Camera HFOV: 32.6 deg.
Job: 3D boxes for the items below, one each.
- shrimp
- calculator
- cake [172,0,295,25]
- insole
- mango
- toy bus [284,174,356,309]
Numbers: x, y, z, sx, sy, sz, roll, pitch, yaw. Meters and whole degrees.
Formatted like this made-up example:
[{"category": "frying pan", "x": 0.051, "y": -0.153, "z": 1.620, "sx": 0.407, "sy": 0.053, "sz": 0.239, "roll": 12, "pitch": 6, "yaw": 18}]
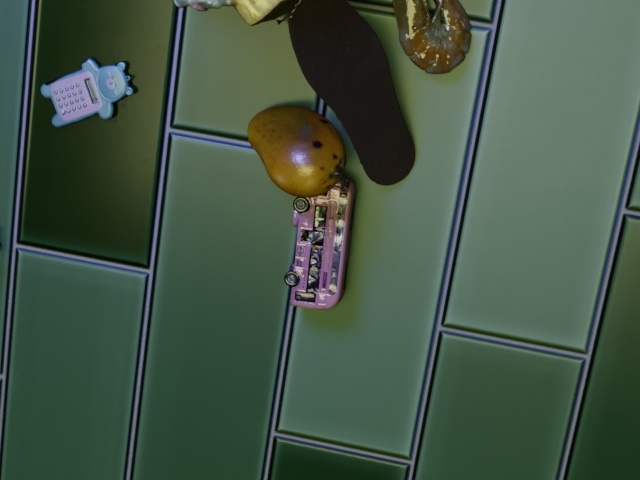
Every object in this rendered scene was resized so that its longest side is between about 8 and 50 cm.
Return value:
[{"category": "shrimp", "x": 0.144, "y": -0.320, "z": 1.499, "sx": 0.101, "sy": 0.042, "sz": 0.190, "roll": -22, "pitch": 99, "yaw": -7}, {"category": "calculator", "x": -0.343, "y": -0.218, "z": 1.614, "sx": 0.141, "sy": 0.019, "sz": 0.094, "roll": -18, "pitch": 98, "yaw": 14}, {"category": "cake", "x": -0.081, "y": -0.404, "z": 1.418, "sx": 0.286, "sy": 0.227, "sz": 0.222, "roll": -40, "pitch": 93, "yaw": 14}, {"category": "insole", "x": 0.052, "y": -0.199, "z": 1.475, "sx": 0.111, "sy": 0.007, "sz": 0.328, "roll": -31, "pitch": 128, "yaw": -1}, {"category": "mango", "x": -0.030, "y": -0.130, "z": 1.521, "sx": 0.115, "sy": 0.178, "sz": 0.090, "roll": -22, "pitch": 132, "yaw": -9}, {"category": "toy bus", "x": 0.000, "y": 0.000, "z": 1.588, "sx": 0.090, "sy": 0.063, "sz": 0.203, "roll": 7, "pitch": 106, "yaw": 7}]
